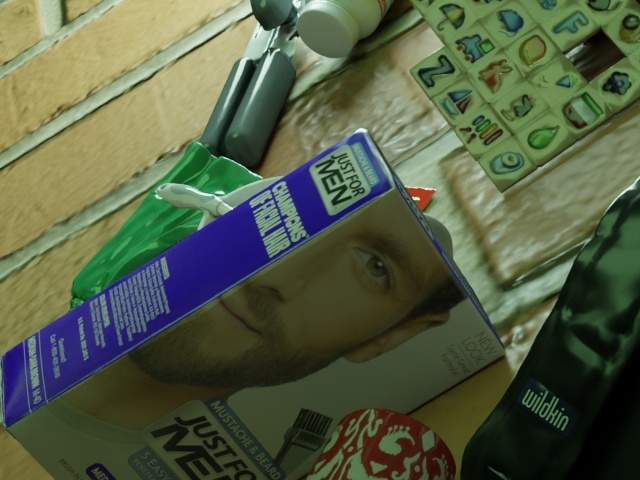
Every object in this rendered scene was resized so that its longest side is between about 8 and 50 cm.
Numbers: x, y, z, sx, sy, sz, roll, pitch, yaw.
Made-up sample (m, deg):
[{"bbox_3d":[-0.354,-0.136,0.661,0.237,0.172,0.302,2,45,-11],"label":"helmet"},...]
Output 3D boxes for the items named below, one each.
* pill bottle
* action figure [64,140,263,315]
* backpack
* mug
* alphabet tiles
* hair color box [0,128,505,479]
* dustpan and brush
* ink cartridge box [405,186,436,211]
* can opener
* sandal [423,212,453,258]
[{"bbox_3d":[0.037,-0.273,1.728,0.087,0.087,0.160,-6,42,40],"label":"pill bottle"},{"bbox_3d":[-0.168,0.008,1.563,0.232,0.063,0.137,-45,34,-16],"label":"action figure"},{"bbox_3d":[0.250,0.084,0.862,0.276,0.213,0.263,12,89,44],"label":"backpack"},{"bbox_3d":[0.007,0.205,1.080,0.150,0.113,0.169,-8,37,35],"label":"mug"},{"bbox_3d":[0.180,-0.181,1.428,0.198,0.009,0.237,-35,59,2],"label":"alphabet tiles"},{"bbox_3d":[-0.053,0.088,1.223,0.339,0.185,0.110,-33,31,5],"label":"hair color box"},{"bbox_3d":[-0.073,-0.018,1.429,0.211,0.060,0.147,9,45,48],"label":"dustpan and brush"},{"bbox_3d":[0.000,0.000,1.431,0.145,0.045,0.179,7,53,48],"label":"ink cartridge box"},{"bbox_3d":[-0.077,-0.192,1.720,0.076,0.095,0.283,-16,35,30],"label":"can opener"},{"bbox_3d":[-0.025,0.015,1.299,0.265,0.102,0.076,-12,39,-8],"label":"sandal"}]
